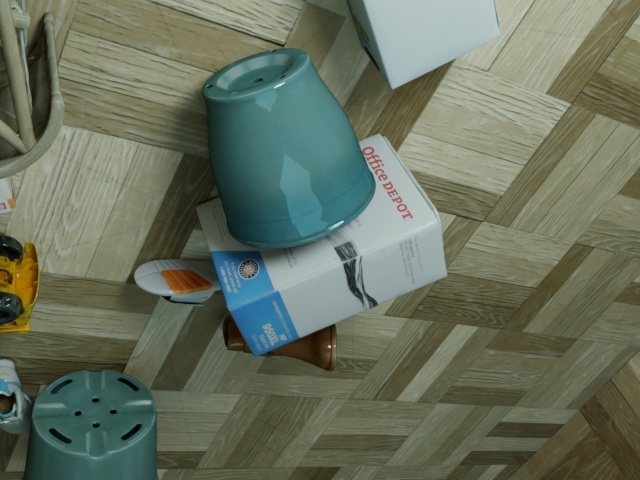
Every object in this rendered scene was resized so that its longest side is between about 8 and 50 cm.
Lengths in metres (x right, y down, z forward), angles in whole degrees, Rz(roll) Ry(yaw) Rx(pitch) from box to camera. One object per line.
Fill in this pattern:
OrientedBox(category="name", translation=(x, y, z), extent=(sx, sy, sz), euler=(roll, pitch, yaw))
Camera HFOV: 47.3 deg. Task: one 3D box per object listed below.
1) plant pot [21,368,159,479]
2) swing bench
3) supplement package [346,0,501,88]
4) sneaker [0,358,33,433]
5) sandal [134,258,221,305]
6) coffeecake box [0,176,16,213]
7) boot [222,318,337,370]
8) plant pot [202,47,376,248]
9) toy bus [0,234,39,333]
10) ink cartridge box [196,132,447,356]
OrientedBox(category="plant pot", translation=(-0.504, 0.490, 1.613), extent=(0.341, 0.341, 0.334), euler=(-1, 125, -23))
OrientedBox(category="swing bench", translation=(-0.433, -0.259, 0.952), extent=(0.165, 0.253, 0.254), euler=(-21, 137, -4))
OrientedBox(category="supplement package", translation=(0.144, -0.413, 1.145), extent=(0.204, 0.145, 0.262), euler=(-26, 136, 1))
OrientedBox(category="sneaker", translation=(-0.669, 0.356, 1.557), extent=(0.087, 0.092, 0.228), euler=(-13, 137, -15))
OrientedBox(category="sandal", translation=(-0.245, 0.093, 1.489), extent=(0.265, 0.102, 0.076), euler=(-2, 130, -25))
OrientedBox(category="coffeecake box", translation=(-0.583, -0.118, 1.154), extent=(0.142, 0.068, 0.185), euler=(-14, 136, -13))
OrientedBox(category="boot", translation=(-0.090, 0.211, 1.580), extent=(0.220, 0.283, 0.109), euler=(5, 96, -17))
OrientedBox(category="plant pot", translation=(-0.067, -0.168, 1.217), extent=(0.272, 0.271, 0.255), euler=(-21, 123, -4))
OrientedBox(category="toy bus", translation=(-0.626, 0.103, 1.314), extent=(0.220, 0.149, 0.211), euler=(1, 147, -22))
OrientedBox(category="ink cartridge box", translation=(0.000, 0.000, 1.374), extent=(0.395, 0.285, 0.166), euler=(-22, 136, -3))
